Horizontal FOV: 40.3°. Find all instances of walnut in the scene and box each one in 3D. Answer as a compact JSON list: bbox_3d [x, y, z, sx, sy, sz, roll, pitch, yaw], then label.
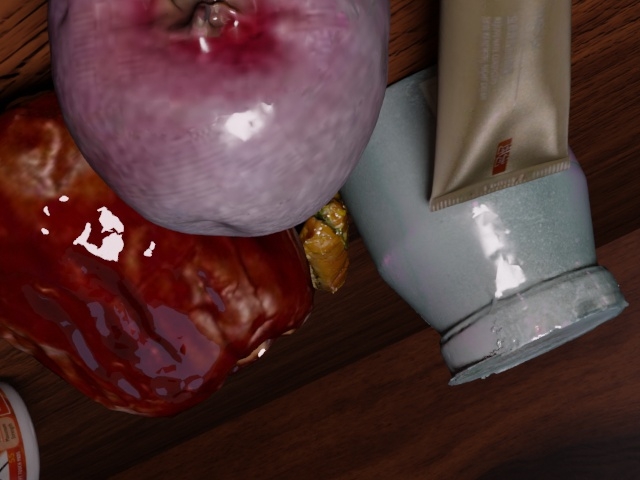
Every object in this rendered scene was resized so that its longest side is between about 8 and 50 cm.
[{"bbox_3d":[-0.154,0.014,0.647,0.243,0.269,0.222,-27,-164,34],"label":"walnut"}]

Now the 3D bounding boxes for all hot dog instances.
[{"bbox_3d":[0.000,0.000,1.079,0.072,0.115,0.269,-1,167,0],"label":"hot dog"}]

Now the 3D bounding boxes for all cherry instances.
[{"bbox_3d":[-0.050,-0.108,0.482,0.183,0.214,0.266,10,-178,17],"label":"cherry"}]

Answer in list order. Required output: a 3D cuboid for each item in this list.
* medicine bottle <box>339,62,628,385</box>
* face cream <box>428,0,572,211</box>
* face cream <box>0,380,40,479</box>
[{"bbox_3d":[0.166,-0.015,0.928,0.244,0.290,0.245,-21,164,-6],"label":"medicine bottle"},{"bbox_3d":[0.140,-0.139,0.670,0.137,0.084,0.341,-18,146,-2],"label":"face cream"},{"bbox_3d":[-0.529,0.315,1.255,0.187,0.201,0.201,-8,159,-42],"label":"face cream"}]
